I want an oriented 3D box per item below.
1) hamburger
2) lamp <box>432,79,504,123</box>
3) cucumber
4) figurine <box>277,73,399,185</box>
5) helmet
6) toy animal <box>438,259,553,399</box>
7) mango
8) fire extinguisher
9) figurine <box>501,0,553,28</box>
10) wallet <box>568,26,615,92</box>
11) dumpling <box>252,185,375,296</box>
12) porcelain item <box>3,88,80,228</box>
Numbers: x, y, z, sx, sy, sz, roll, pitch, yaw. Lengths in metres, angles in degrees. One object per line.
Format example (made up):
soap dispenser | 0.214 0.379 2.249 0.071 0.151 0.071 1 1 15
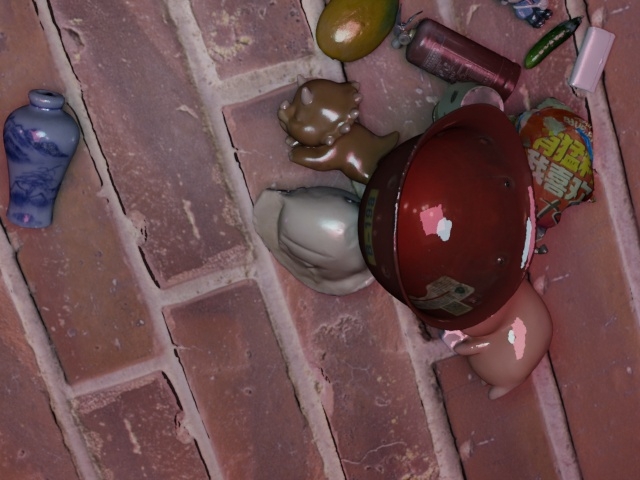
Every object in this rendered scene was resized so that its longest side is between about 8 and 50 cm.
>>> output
hamburger | 0.417 -0.132 1.572 0.276 0.150 0.261 -41 119 -14
lamp | 0.276 -0.241 1.489 0.121 0.214 0.121 0 94 -7
cucumber | 0.466 -0.402 1.566 0.155 0.037 0.037 -41 100 4
figurine | 0.044 -0.221 1.502 0.247 0.177 0.173 24 117 3
helmet | 0.194 -0.048 1.405 0.337 0.230 0.385 -7 101 -33
toy animal | 0.347 0.158 1.598 0.213 0.195 0.256 -38 103 12
mango | 0.075 -0.430 1.512 0.130 0.092 0.195 34 88 -7
fire extinguisher | 0.254 -0.364 1.526 0.269 0.105 0.105 26 98 -8
figurine | 0.393 -0.482 1.539 0.077 0.079 0.136 -49 123 2
wallet | 0.549 -0.365 1.584 0.061 0.025 0.122 16 99 -13
dumpling | 0.004 -0.001 1.569 0.175 0.243 0.227 -17 128 -40
porcelain item | -0.539 -0.156 1.501 0.141 0.141 0.259 12 110 -6
